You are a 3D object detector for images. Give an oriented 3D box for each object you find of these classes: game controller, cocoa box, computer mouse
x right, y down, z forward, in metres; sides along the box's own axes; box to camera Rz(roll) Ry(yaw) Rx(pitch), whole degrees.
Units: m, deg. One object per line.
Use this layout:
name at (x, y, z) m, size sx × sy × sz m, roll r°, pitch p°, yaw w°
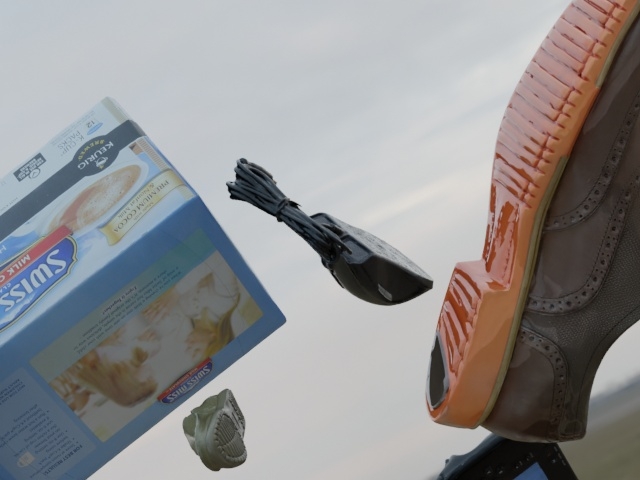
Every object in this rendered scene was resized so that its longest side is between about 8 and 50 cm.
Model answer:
game controller at (0.255, 0.345, 2.175) m, size 0.166 × 0.067 × 0.319 m, roll -30°, pitch -46°, yaw 3°
cocoa box at (-0.260, 0.070, 1.825) m, size 0.347 × 0.228 × 0.231 m, roll -38°, pitch -47°, yaw -5°
computer mouse at (0.000, 0.000, 1.775) m, size 0.060 × 0.184 × 0.262 m, roll -55°, pitch -29°, yaw 7°

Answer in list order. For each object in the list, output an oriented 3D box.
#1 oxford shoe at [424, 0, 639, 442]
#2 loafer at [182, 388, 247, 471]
oxford shoe at (0.190, -0.025, 1.228) m, size 0.130 × 0.133 × 0.363 m, roll -103°, pitch 31°, yaw -70°
loafer at (-0.099, 0.182, 1.588) m, size 0.050 × 0.056 × 0.148 m, roll -27°, pitch 7°, yaw 7°
